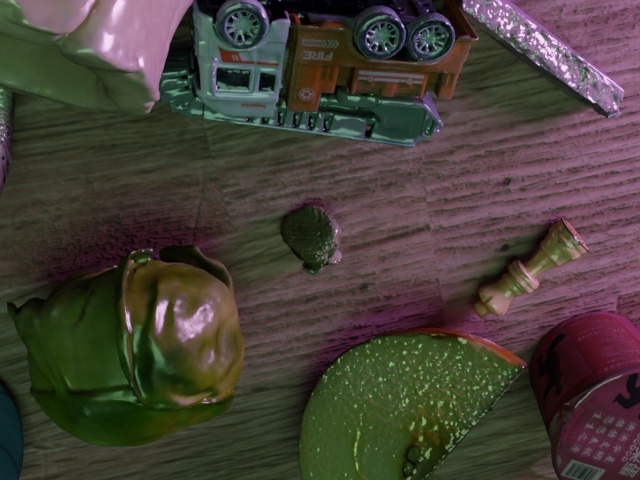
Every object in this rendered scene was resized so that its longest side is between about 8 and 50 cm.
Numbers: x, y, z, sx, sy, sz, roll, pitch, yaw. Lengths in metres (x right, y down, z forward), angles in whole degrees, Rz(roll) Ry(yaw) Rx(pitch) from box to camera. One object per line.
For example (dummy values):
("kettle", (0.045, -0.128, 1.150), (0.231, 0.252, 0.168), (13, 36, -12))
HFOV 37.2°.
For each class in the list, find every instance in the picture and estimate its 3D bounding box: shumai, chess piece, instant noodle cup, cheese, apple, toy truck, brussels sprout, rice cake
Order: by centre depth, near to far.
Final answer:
("cheese", (-0.285, -0.235, 0.863), (0.332, 0.292, 0.153), (16, 81, -13))
("toy truck", (-0.017, -0.199, 1.049), (0.338, 0.133, 0.184), (1, 128, -13))
("rice cake", (0.260, -0.227, 1.124), (0.270, 0.055, 0.049), (29, 95, -23))
("brussels sprout", (-0.220, 0.124, 1.138), (0.259, 0.227, 0.294), (-11, 155, 8))
("shumai", (0.000, 0.000, 1.209), (0.083, 0.082, 0.080), (-8, 163, 27))
("chess piece", (0.277, 0.045, 1.281), (0.172, 0.060, 0.060), (-41, 118, 16))
("apple", (0.124, 0.245, 1.296), (0.254, 0.179, 0.346), (23, 112, -34))
("instant noodle cup", (0.407, 0.220, 1.328), (0.235, 0.178, 0.235), (-4, 120, -7))

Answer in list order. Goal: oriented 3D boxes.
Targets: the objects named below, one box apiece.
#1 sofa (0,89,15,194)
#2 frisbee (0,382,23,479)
("sofa", (-0.424, -0.104, 0.977), (0.210, 0.225, 0.176), (10, 120, -12))
("frisbee", (-0.515, 0.275, 1.190), (0.289, 0.049, 0.289), (0, 91, -29))
